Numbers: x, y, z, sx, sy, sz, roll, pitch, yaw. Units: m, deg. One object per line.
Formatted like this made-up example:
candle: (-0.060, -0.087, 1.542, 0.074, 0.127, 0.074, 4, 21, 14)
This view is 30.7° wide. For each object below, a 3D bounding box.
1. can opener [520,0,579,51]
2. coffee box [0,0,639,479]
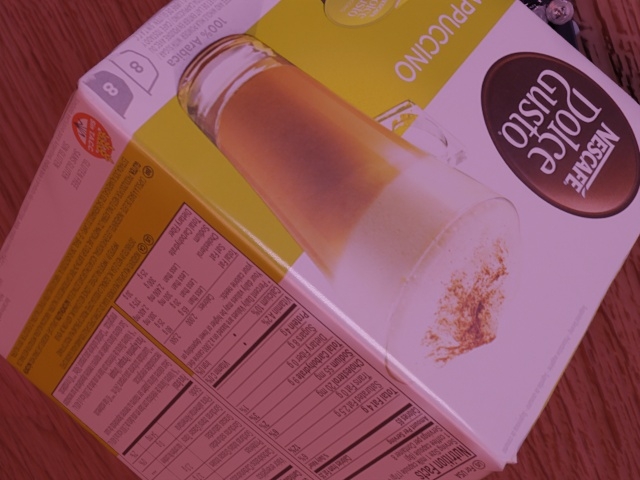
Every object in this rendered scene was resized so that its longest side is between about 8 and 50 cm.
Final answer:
can opener: (0.183, -0.134, 0.917, 0.059, 0.073, 0.186, -26, 113, -3)
coffee box: (0.000, 0.000, 0.874, 0.334, 0.338, 0.338, 41, 141, -1)
